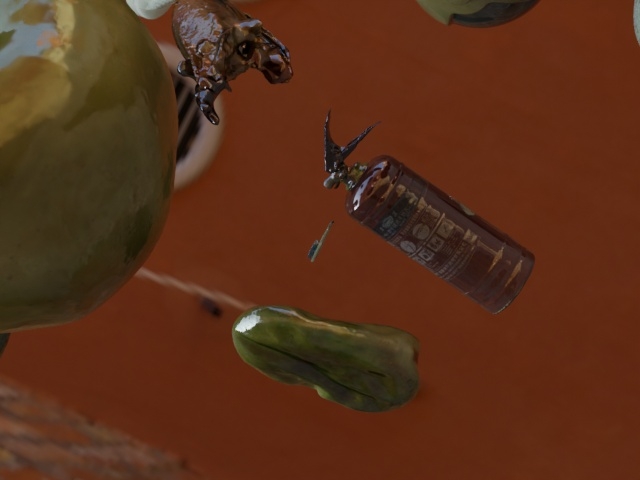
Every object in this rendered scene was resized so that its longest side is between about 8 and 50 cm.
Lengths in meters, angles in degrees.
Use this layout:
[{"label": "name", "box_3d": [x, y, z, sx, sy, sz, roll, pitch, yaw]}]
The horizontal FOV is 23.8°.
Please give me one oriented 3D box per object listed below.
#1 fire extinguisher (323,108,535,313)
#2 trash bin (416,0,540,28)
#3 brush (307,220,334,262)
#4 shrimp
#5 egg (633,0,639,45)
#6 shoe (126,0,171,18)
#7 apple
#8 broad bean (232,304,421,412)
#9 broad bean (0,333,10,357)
[{"label": "fire extinguisher", "box_3d": [0.130, -0.047, 2.011, 0.138, 0.344, 0.102, -50, 10, 32]}, {"label": "trash bin", "box_3d": [0.205, -0.392, 1.741, 0.214, 0.214, 0.333, -58, -11, -49]}, {"label": "brush", "box_3d": [0.000, 0.000, 2.032, 0.016, 0.013, 0.083, -51, -7, -38]}, {"label": "shrimp", "box_3d": [-0.062, -0.153, 1.234, 0.262, 0.117, 0.066, -106, 37, -60]}, {"label": "egg", "box_3d": [0.501, -0.317, 2.114, 0.132, 0.132, 0.172, -31, -72, -82]}, {"label": "shoe", "box_3d": [-0.238, -0.411, 2.415, 0.095, 0.110, 0.265, -35, -14, -25]}, {"label": "apple", "box_3d": [-0.299, -0.079, 1.380, 0.357, 0.357, 0.357, -62, -5, -9]}, {"label": "broad bean", "box_3d": [0.014, 0.118, 1.555, 0.153, 0.207, 0.072, -35, 46, 44]}, {"label": "broad bean", "box_3d": [-0.459, 0.075, 2.223, 0.060, 0.043, 0.297, 35, 116, 52]}]
